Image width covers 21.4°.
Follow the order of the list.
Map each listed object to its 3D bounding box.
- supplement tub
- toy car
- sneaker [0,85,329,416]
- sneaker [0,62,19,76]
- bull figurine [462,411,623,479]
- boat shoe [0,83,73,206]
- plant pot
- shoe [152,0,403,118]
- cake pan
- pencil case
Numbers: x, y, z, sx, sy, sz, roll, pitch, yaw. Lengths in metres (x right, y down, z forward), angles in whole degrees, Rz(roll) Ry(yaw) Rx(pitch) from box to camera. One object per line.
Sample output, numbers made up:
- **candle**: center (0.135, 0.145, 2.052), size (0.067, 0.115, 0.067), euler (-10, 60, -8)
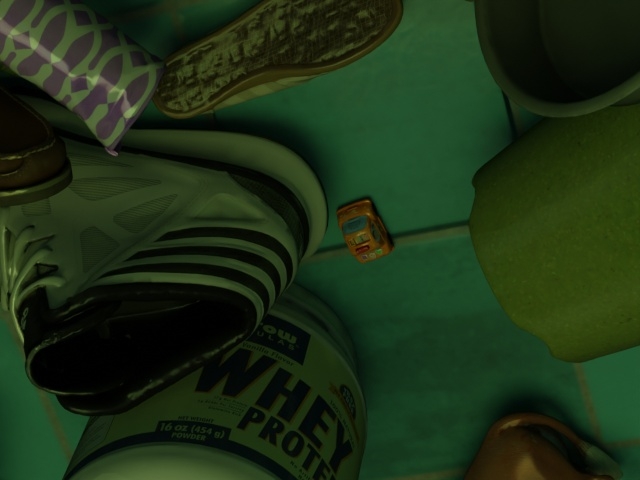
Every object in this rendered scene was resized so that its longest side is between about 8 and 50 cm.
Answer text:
- **supplement tub**: center (-0.084, 0.190, 1.413), size (0.235, 0.325, 0.235), euler (4, 119, 7)
- **toy car**: center (0.000, 0.000, 1.459), size (0.122, 0.040, 0.060), euler (-4, 118, 10)
- **sneaker**: center (-0.239, 0.005, 1.359), size (0.447, 0.257, 0.169), euler (3, 119, 16)
- **sneaker**: center (-0.242, -0.243, 1.333), size (0.126, 0.091, 0.240), euler (24, 120, -4)
- **bull figurine**: center (0.167, 0.292, 1.564), size (0.188, 0.101, 0.310), euler (22, 122, -8)
- **boat shoe**: center (-0.321, -0.116, 1.339), size (0.307, 0.111, 0.104), euler (22, 125, 31)
- **plant pot**: center (0.263, -0.034, 1.299), size (0.254, 0.276, 0.276), euler (-30, 111, 35)
- **shoe**: center (-0.035, -0.160, 1.374), size (0.219, 0.058, 0.076), euler (-19, 94, 14)
- **cake pan**: center (0.217, -0.221, 1.185), size (0.054, 0.293, 0.293), euler (16, 123, -30)
- **pencil case**: center (-0.217, -0.153, 1.284), size (0.206, 0.086, 0.088), euler (34, 114, -10)
